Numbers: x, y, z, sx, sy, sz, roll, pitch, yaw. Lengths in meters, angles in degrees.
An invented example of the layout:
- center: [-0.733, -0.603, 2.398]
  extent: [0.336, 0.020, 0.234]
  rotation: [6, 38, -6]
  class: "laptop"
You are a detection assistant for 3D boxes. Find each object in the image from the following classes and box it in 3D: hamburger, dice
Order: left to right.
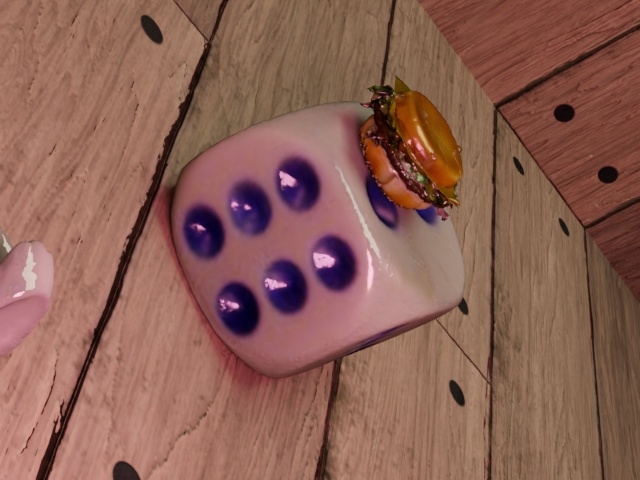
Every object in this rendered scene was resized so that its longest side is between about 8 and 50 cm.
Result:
- center: [0.000, 0.000, 1.903]
  extent: [0.304, 0.277, 0.304]
  rotation: [-8, 74, -63]
  class: "dice"
- center: [0.109, -0.114, 1.794]
  extent: [0.189, 0.093, 0.164]
  rotation: [57, 23, -14]
  class: "hamburger"

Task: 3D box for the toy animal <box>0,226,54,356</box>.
- center: [-0.394, -0.007, 1.262]
  extent: [0.271, 0.206, 0.265]
  rotation: [-4, 53, -43]
  class: "toy animal"
